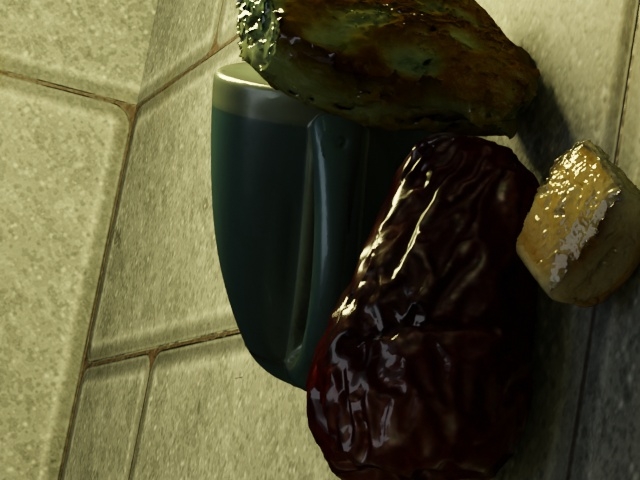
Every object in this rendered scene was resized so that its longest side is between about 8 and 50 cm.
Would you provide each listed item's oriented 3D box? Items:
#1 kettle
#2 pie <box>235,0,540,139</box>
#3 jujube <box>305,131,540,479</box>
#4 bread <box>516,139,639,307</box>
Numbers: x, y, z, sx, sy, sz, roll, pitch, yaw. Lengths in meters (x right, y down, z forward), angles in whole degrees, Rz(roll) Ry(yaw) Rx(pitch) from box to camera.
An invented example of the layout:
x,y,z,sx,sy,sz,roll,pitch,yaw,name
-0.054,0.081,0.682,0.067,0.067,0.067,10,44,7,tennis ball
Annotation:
x,y,z,sx,sy,sz,roll,pitch,yaw,name
0.000,0.000,2.008,0.319,0.247,0.342,-100,14,-78,kettle
0.067,-0.198,1.885,0.354,0.288,0.103,-113,37,-54,pie
0.105,0.068,1.748,0.216,0.216,0.342,144,143,-63,jujube
0.227,-0.006,1.606,0.125,0.082,0.106,-59,33,18,bread
